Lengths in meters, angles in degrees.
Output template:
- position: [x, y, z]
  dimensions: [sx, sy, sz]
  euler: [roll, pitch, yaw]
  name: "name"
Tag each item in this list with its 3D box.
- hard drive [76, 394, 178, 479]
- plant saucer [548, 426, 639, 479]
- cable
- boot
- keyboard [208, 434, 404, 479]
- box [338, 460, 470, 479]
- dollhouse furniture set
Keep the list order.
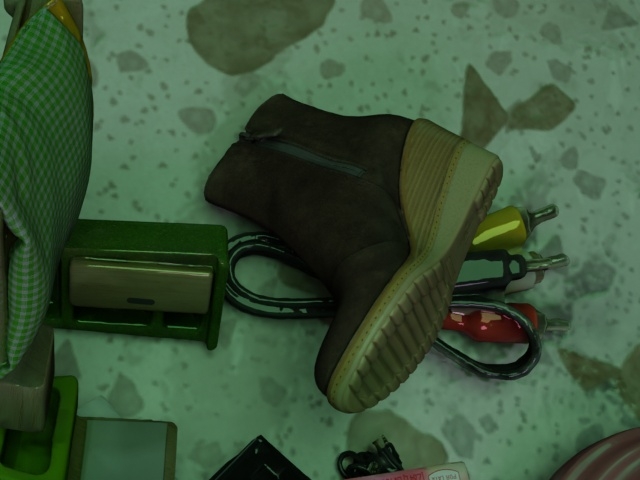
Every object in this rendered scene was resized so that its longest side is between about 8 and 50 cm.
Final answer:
- position: [-0.123, 0.280, 0.765]
  dimensions: [0.318, 0.040, 0.210]
  euler: [45, 55, 13]
  name: "hard drive"
- position: [0.293, 0.284, 0.824]
  dimensions: [0.332, 0.084, 0.332]
  euler: [11, 60, -20]
  name: "plant saucer"
- position: [0.062, 0.049, 0.925]
  dimensions: [0.287, 0.072, 0.139]
  euler: [-5, 82, 0]
  name: "cable"
- position: [0.000, 0.000, 0.868]
  dimensions: [0.207, 0.090, 0.248]
  euler: [16, 57, 26]
  name: "boot"
- position: [0.055, 0.259, 0.820]
  dimensions: [0.317, 0.033, 0.201]
  euler: [42, 46, 8]
  name: "keyboard"
- position: [-0.059, 0.233, 0.676]
  dimensions: [0.300, 0.154, 0.142]
  euler: [-6, 68, -15]
  name: "box"
- position: [-0.129, 0.015, 0.728]
  dimensions: [0.151, 0.301, 0.197]
  euler: [5, 46, -7]
  name: "dollhouse furniture set"
